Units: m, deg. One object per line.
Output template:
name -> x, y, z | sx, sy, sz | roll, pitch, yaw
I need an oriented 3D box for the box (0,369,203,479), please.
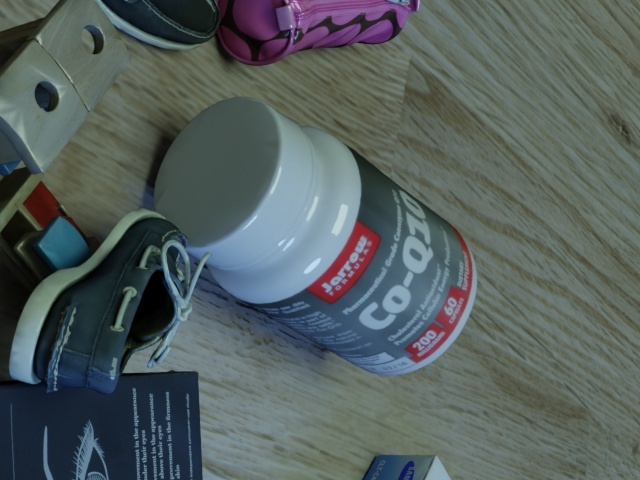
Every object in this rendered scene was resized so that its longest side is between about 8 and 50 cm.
box -> -0.187, 0.171, 0.932 | 0.207, 0.108, 0.153 | 4, 82, -52

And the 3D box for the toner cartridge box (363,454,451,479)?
toner cartridge box -> 0.126, 0.394, 1.337 | 0.348, 0.075, 0.165 | 60, 42, -27

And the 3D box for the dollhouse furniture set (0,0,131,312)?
dollhouse furniture set -> -0.190, -0.060, 0.946 | 0.183, 0.129, 0.129 | 56, 45, -30

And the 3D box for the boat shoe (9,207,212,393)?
boat shoe -> -0.132, 0.041, 0.934 | 0.254, 0.079, 0.095 | -48, 156, -75

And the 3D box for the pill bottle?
pill bottle -> 0.000, 0.000, 1.159 | 0.283, 0.161, 0.161 | 33, 60, -46

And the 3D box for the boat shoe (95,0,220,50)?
boat shoe -> -0.151, -0.230, 1.067 | 0.233, 0.079, 0.084 | 41, 52, -44

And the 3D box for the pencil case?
pencil case -> 0.000, -0.215, 1.242 | 0.209, 0.098, 0.095 | -23, 121, -50
